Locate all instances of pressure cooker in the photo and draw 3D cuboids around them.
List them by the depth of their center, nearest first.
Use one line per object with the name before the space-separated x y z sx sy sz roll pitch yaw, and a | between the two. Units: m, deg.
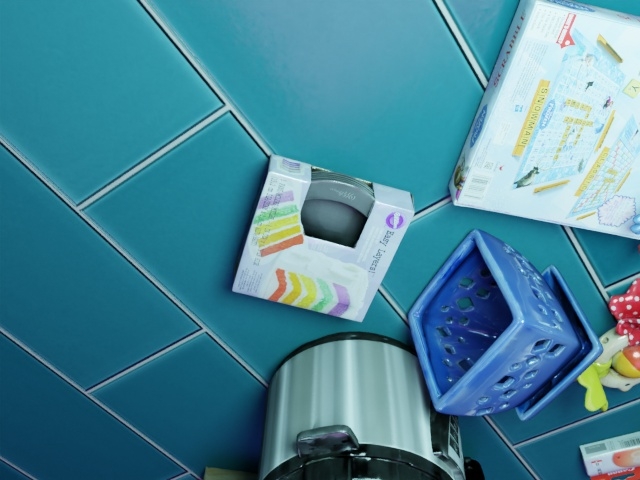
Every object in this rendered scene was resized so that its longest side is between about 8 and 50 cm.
pressure cooker | 0.066 0.429 1.164 0.370 0.420 0.375 26 122 -15

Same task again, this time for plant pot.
plant pot | 0.313 0.155 1.086 0.212 0.236 0.236 17 124 -20

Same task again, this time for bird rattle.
bird rattle | 0.570 0.197 1.202 0.207 0.143 0.253 26 110 -30

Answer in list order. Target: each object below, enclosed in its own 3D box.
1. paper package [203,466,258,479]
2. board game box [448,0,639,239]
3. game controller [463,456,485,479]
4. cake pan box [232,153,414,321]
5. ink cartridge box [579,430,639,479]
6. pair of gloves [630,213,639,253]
paper package | -0.128 0.707 1.461 0.325 0.168 0.309 9 99 -6
board game box | 0.393 -0.169 0.943 0.318 0.066 0.318 11 126 -7
game controller | 0.196 0.532 1.405 0.319 0.067 0.166 -10 170 7
cake pan box | 0.000 0.000 1.073 0.246 0.070 0.267 15 124 -12
ink cartridge box | 0.677 0.513 1.448 0.145 0.045 0.179 -20 121 15
pair of gloves | 0.546 -0.051 0.989 0.159 0.023 0.198 -47 144 5
